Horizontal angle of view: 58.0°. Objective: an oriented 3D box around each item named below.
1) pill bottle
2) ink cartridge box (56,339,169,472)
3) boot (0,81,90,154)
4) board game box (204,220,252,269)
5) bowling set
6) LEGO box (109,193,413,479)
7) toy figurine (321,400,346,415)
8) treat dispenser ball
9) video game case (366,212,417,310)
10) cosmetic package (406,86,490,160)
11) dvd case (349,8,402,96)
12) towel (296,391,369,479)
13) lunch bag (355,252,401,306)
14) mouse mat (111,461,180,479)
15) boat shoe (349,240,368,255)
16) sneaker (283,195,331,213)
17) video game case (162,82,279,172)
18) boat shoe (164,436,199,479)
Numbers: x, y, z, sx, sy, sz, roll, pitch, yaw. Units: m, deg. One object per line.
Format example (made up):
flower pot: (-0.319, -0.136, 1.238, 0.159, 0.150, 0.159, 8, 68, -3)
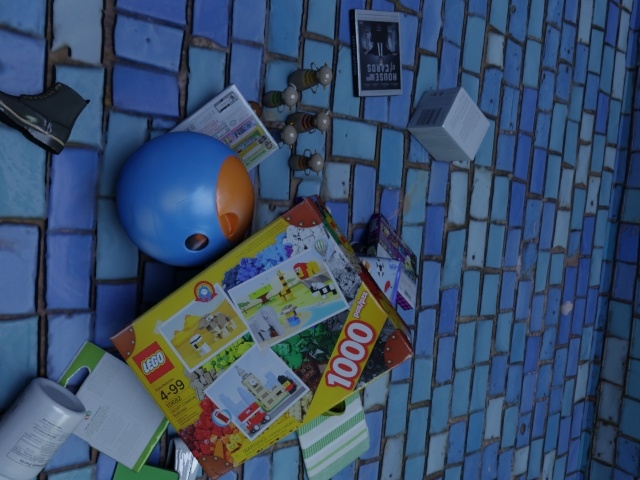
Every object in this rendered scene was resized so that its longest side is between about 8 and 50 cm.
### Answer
pill bottle: (-0.597, 0.404, 1.158, 0.229, 0.131, 0.131, -51, 124, -10)
ink cartridge box: (-0.460, 0.366, 1.300, 0.255, 0.097, 0.188, 31, 75, -2)
boot: (-0.565, -0.280, 1.130, 0.198, 0.077, 0.137, 45, 65, -48)
board game box: (-0.229, 0.054, 1.389, 0.027, 0.145, 0.281, 7, 93, -42)
bowling set: (-0.083, -0.300, 1.443, 0.200, 0.154, 0.287, -9, 102, -37)
LEGO box: (-0.113, 0.196, 1.221, 0.500, 0.193, 0.372, -35, 91, 10)
toy figurine: (-0.136, 0.431, 1.560, 0.362, 0.191, 0.217, 28, 108, -35)
treat dispenser ball: (-0.285, -0.087, 1.233, 0.288, 0.288, 0.288, -7, 101, -37)
video game case: (0.218, 0.064, 1.747, 0.232, 0.042, 0.210, 46, 38, -33)
cosmetic package: (0.403, -0.362, 1.817, 0.184, 0.151, 0.151, 37, 74, -37)
dvd case: (0.165, -0.542, 1.680, 0.179, 0.029, 0.238, -13, 104, -36)
towel: (0.033, 0.554, 1.745, 0.248, 0.038, 0.324, -25, 113, -31)
lunch bag: (0.026, 0.218, 1.488, 0.328, 0.239, 0.385, 4, 94, -56)
mouse mat: (-0.429, 0.619, 1.358, 0.153, 0.007, 0.189, 17, 88, -5)
boat shoe: (0.155, 0.096, 1.740, 0.080, 0.076, 0.228, -42, 120, -26)
sneaker: (-0.073, -0.025, 1.541, 0.104, 0.095, 0.236, 43, 66, -27)
video game case: (-0.235, -0.232, 1.374, 0.212, 0.023, 0.193, -39, 121, -3)
boat shoe: (-0.366, 0.609, 1.413, 0.084, 0.095, 0.258, 19, 74, -34)
